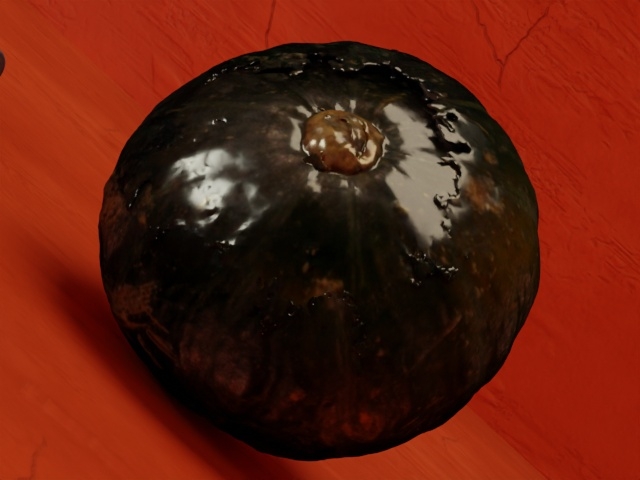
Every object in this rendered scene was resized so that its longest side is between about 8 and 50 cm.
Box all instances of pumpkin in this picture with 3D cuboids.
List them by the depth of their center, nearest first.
[{"bbox_3d":[0.000,0.000,1.647,0.454,0.454,0.344,46,-23,29],"label":"pumpkin"}]

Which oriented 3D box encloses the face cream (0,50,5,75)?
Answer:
[{"bbox_3d":[-0.497,-0.285,2.066,0.250,0.077,0.077,44,5,23],"label":"face cream"}]
